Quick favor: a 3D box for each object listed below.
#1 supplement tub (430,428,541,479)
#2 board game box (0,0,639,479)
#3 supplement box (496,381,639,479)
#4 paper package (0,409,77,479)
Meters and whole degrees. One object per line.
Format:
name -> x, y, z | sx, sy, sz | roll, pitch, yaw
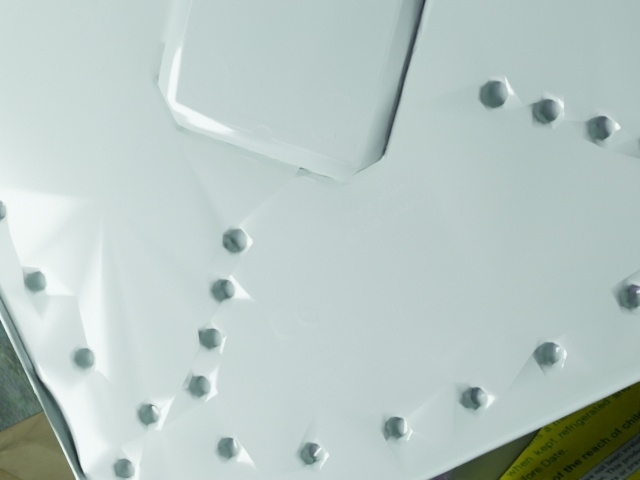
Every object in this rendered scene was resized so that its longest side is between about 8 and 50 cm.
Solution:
supplement tub -> 0.000, 0.000, 0.923 | 0.272, 0.191, 0.191 | 36, 147, 17
board game box -> -0.004, -0.092, 0.779 | 0.390, 0.050, 0.390 | -29, 83, 25
supplement box -> 0.123, 0.173, 1.046 | 0.356, 0.195, 0.194 | 29, 142, 44
paper package -> -0.202, 0.354, 1.811 | 0.309, 0.168, 0.325 | 9, 125, 56
